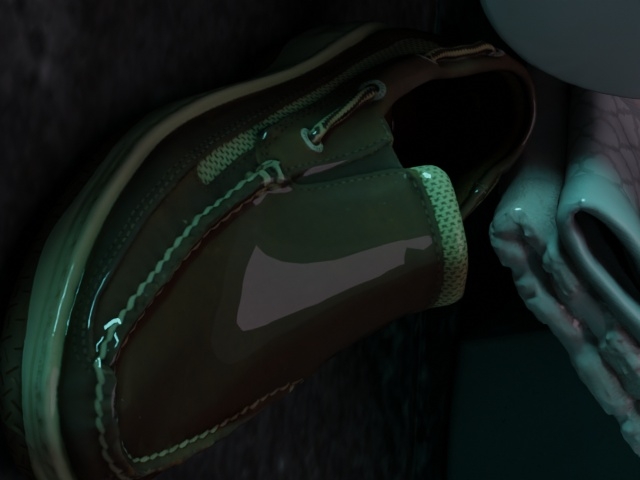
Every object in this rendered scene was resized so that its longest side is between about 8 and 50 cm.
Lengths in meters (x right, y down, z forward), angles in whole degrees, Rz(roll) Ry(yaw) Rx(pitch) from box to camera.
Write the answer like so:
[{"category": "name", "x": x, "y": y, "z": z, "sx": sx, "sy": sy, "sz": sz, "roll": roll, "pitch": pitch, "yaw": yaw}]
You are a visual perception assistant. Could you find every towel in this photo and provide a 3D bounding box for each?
[{"category": "towel", "x": 0.197, "y": 0.025, "z": 0.839, "sx": 0.332, "sy": 0.053, "sz": 0.317, "roll": 53, "pitch": 30, "yaw": -20}]

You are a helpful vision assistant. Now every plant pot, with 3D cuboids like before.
[{"category": "plant pot", "x": 0.153, "y": 0.136, "z": 0.896, "sx": 0.165, "sy": 0.165, "sz": 0.234, "roll": -31, "pitch": 110, "yaw": -61}]

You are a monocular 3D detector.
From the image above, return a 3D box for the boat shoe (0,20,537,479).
[{"category": "boat shoe", "x": -0.001, "y": -0.007, "z": 0.608, "sx": 0.257, "sy": 0.095, "sz": 0.095, "roll": -51, "pitch": 139, "yaw": -51}]

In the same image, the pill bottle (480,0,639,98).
[{"category": "pill bottle", "x": 0.125, "y": -0.200, "z": 0.712, "sx": 0.162, "sy": 0.162, "sz": 0.278, "roll": 60, "pitch": 29, "yaw": -51}]
